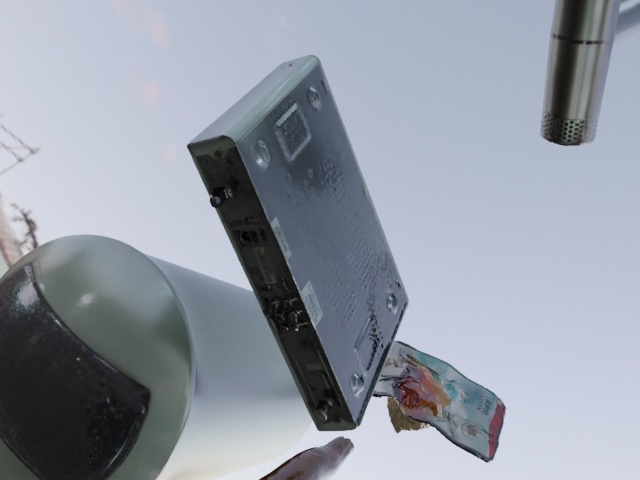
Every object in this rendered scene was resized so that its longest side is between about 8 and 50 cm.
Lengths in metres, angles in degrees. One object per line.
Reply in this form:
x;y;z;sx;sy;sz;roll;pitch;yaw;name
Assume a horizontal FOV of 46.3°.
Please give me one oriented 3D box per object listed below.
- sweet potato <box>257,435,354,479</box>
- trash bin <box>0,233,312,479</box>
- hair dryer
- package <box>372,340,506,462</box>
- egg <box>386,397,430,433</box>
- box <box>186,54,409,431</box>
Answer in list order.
-0.046;0.246;0.696;0.057;0.264;0.057;16;-64;35;sweet potato
-0.188;0.156;0.864;0.280;0.280;0.432;29;2;25;trash bin
0.301;-0.301;0.792;0.156;0.284;0.320;12;-49;22;hair dryer
0.196;0.253;1.227;0.232;0.166;0.040;29;-57;9;package
0.184;0.303;1.426;0.116;0.118;0.140;31;-60;20;egg
0.000;0.000;0.626;0.045;0.211;0.270;-9;-65;27;box
